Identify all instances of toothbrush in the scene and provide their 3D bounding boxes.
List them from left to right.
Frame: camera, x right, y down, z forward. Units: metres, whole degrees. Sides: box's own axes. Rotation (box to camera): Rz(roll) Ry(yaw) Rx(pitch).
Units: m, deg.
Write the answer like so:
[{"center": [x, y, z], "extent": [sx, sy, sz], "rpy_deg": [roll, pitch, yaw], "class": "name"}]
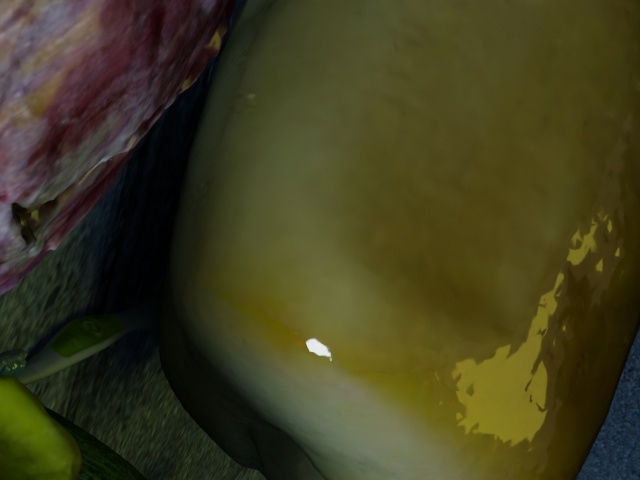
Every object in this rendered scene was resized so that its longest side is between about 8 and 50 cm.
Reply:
[{"center": [-0.119, 0.053, 0.954], "extent": [0.026, 0.022, 0.263], "rpy_deg": [-56, 172, 11], "class": "toothbrush"}]

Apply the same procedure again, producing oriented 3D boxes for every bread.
[{"center": [0.070, -0.023, 1.051], "extent": [0.348, 0.253, 0.376], "rpy_deg": [80, 31, -66], "class": "bread"}]

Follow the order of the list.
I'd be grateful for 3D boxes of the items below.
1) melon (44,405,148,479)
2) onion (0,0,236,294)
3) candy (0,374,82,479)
[{"center": [-0.110, 0.197, 0.880], "extent": [0.265, 0.169, 0.129], "rpy_deg": [-66, 174, 25], "class": "melon"}, {"center": [-0.081, -0.098, 0.545], "extent": [0.283, 0.120, 0.227], "rpy_deg": [-61, 173, -30], "class": "onion"}, {"center": [-0.156, 0.145, 0.748], "extent": [0.094, 0.106, 0.199], "rpy_deg": [-33, 154, -42], "class": "candy"}]
